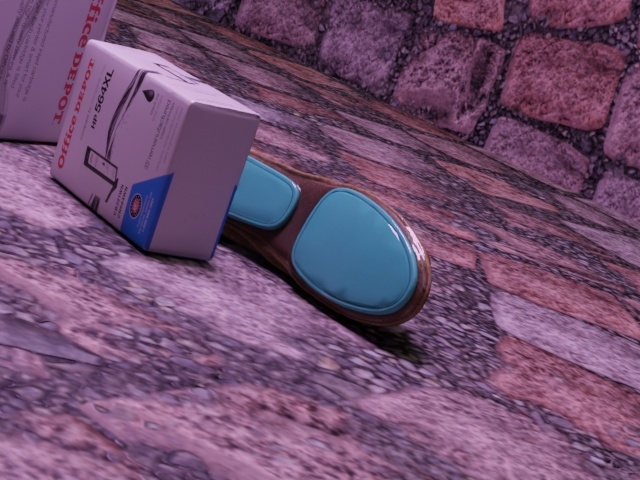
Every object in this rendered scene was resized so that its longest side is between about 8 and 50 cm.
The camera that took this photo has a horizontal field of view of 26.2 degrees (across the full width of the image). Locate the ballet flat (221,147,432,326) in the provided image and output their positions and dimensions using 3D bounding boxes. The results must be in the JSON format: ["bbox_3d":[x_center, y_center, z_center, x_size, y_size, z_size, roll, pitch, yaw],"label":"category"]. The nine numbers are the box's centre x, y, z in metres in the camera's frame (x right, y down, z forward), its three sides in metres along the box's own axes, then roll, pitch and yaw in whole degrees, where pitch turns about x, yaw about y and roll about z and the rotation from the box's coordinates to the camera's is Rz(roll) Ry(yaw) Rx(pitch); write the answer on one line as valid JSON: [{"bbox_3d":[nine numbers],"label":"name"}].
[{"bbox_3d":[0.000,0.000,1.355,0.342,0.116,0.124,26,-7,38],"label":"ballet flat"}]

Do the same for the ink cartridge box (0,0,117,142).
[{"bbox_3d":[-0.366,-0.229,1.407,0.129,0.223,0.307,26,13,26],"label":"ink cartridge box"}]

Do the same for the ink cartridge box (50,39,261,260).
[{"bbox_3d":[-0.164,-0.089,1.314,0.086,0.148,0.203,8,17,-41],"label":"ink cartridge box"}]
